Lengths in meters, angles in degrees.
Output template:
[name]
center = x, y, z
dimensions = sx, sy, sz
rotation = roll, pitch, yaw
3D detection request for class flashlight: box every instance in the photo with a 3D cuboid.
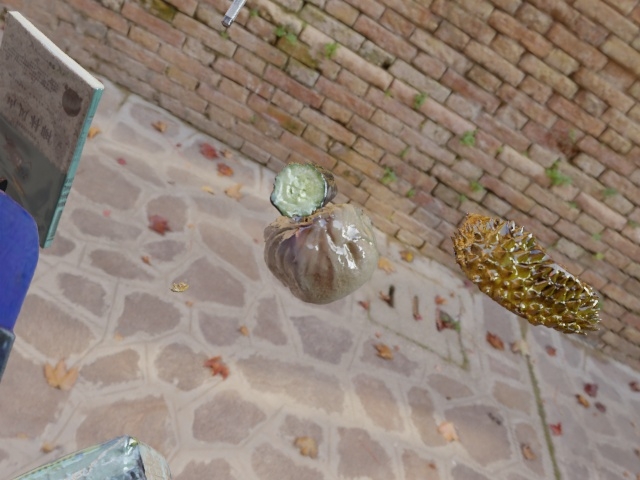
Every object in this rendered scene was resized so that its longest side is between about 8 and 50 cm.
[flashlight]
center = -0.159, -0.438, 1.156
dimensions = 0.018, 0.083, 0.018
rotation = 29, -9, -2

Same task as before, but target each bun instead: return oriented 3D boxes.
[bun]
center = -0.007, 0.012, 1.479
dimensions = 0.282, 0.281, 0.205
rotation = -105, 168, -45

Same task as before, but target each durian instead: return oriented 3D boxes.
[durian]
center = 0.400, 0.061, 1.186
dimensions = 0.341, 0.112, 0.191
rotation = 41, 33, 13

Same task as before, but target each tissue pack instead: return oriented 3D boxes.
[tissue pack]
center = -0.353, 0.405, 0.942
dimensions = 0.227, 0.311, 0.128
rotation = -19, 70, -13

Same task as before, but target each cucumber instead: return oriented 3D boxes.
[cucumber]
center = -0.019, -0.074, 0.876
dimensions = 0.077, 0.077, 0.265
rotation = 35, 7, 0

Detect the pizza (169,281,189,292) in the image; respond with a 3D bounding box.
[pizza]
center = -0.472, 0.156, 2.056
dimensions = 0.037, 0.016, 0.083
rotation = 52, 29, 19

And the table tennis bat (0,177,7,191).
[table tennis bat]
center = -0.572, -0.047, 1.045
dimensions = 0.014, 0.158, 0.095
rotation = 34, 40, -14

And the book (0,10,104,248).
[book]
center = -0.559, -0.204, 1.189
dimensions = 0.264, 0.379, 0.031
rotation = 40, 29, 17

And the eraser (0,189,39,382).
[eraser]
center = -0.323, 0.108, 0.456
dimensions = 0.101, 0.155, 0.333
rotation = 2, 66, 17
